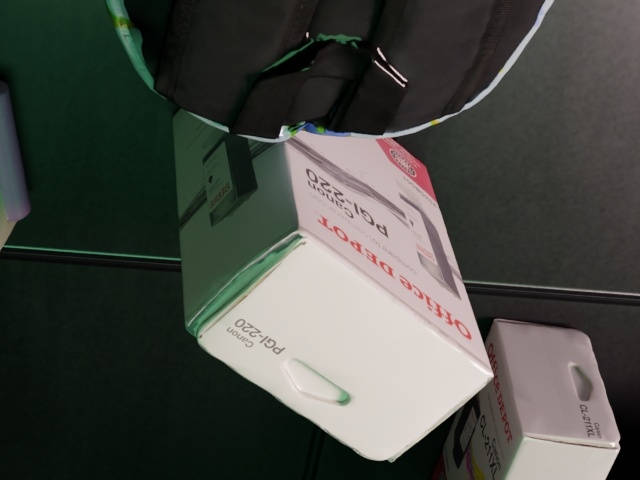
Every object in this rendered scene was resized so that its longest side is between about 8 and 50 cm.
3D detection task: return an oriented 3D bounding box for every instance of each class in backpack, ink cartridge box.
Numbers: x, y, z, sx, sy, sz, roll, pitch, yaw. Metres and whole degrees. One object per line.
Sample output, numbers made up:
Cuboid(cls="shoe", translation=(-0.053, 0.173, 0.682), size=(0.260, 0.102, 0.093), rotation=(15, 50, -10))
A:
Cuboid(cls="backpack", translation=(0.017, -0.218, 0.679), size=(0.290, 0.273, 0.356), rotation=(1, 113, -17))
Cuboid(cls="ink cartridge box", translation=(0.000, 0.000, 0.839), size=(0.092, 0.218, 0.158), rotation=(-41, 121, 22))
Cuboid(cls="ink cartridge box", translation=(0.141, 0.163, 1.036), size=(0.072, 0.127, 0.175), rotation=(9, 124, -10))

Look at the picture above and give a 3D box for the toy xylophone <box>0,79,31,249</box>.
Cuboid(cls="toy xylophone", translation=(-0.343, -0.008, 0.879), size=(0.322, 0.081, 0.236), rotation=(2, 126, -8))
